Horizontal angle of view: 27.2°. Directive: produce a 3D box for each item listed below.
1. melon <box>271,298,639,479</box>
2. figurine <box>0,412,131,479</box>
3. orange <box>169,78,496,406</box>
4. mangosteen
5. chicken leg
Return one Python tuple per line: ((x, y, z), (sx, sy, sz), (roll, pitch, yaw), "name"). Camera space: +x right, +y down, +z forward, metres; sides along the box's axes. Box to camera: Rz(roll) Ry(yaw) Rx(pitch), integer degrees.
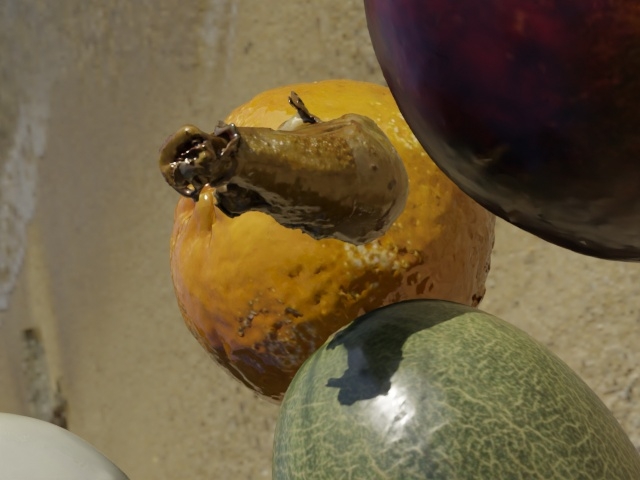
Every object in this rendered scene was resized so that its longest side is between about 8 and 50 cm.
((0.094, 0.184, 0.869), (0.301, 0.237, 0.237), (57, 149, 7), "melon")
((-0.228, 0.217, 0.642), (0.394, 0.227, 0.274), (-8, 85, 49), "figurine")
((0.000, 0.000, 1.325), (0.340, 0.293, 0.340), (-37, 38, 35), "orange")
((0.115, -0.106, 0.502), (0.257, 0.215, 0.215), (-117, 26, -68), "mangosteen")
((-0.025, -0.048, 0.824), (0.101, 0.207, 0.085), (49, 115, 30), "chicken leg")
